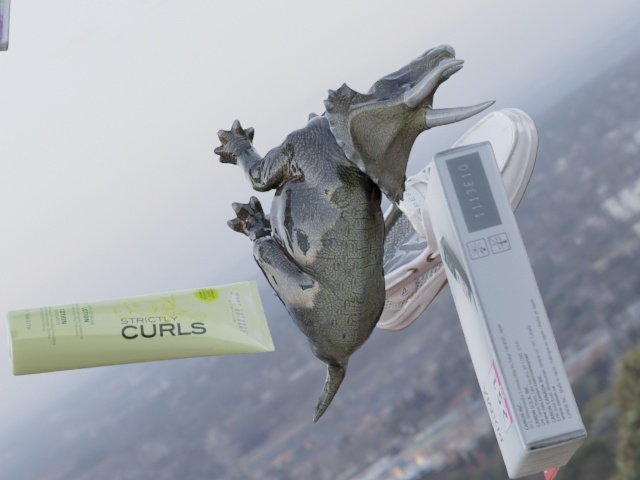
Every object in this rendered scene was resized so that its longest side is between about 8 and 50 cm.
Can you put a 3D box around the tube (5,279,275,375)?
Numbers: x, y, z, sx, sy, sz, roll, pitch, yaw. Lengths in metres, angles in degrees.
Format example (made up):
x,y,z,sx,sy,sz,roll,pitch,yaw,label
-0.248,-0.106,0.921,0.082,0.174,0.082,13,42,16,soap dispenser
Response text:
x,y,z,sx,sy,sz,roll,pitch,yaw,label
-0.168,0.080,1.493,0.240,0.070,0.062,-5,-4,-12,tube

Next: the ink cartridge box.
x,y,z,sx,sy,sz,roll,pitch,yaw,label
0.157,0.079,1.461,0.060,0.275,0.239,-14,-18,-5,ink cartridge box

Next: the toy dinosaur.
x,y,z,sx,sy,sz,roll,pitch,yaw,label
0.000,0.000,1.127,0.121,0.313,0.160,4,20,-26,toy dinosaur

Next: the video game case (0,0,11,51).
x,y,z,sx,sy,sz,roll,pitch,yaw,label
-0.362,-0.248,1.512,0.143,0.157,0.019,3,-30,-11,video game case

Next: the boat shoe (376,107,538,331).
x,y,z,sx,sy,sz,roll,pitch,yaw,label
0.117,-0.026,1.671,0.096,0.098,0.277,23,-72,-43,boat shoe
